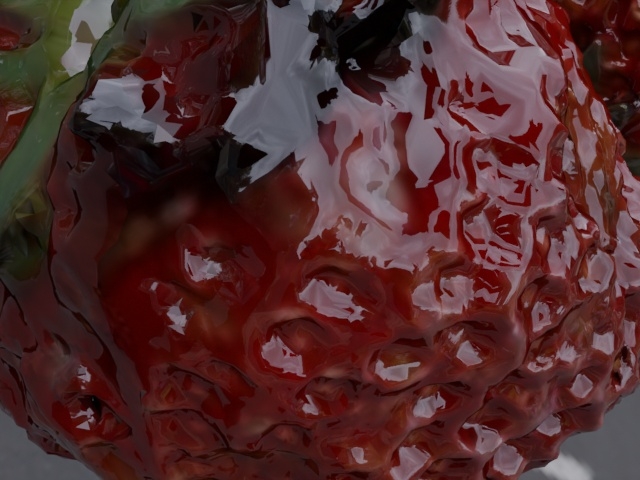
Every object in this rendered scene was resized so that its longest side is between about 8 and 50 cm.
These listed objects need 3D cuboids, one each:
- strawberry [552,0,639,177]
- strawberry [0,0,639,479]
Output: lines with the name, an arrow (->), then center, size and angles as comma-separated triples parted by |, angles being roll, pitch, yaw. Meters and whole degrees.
strawberry -> 0.198, -0.131, 0.907 | 0.205, 0.244, 0.205 | 48, -6, 7
strawberry -> -0.010, 0.001, 0.746 | 0.292, 0.291, 0.310 | -79, 150, -57
